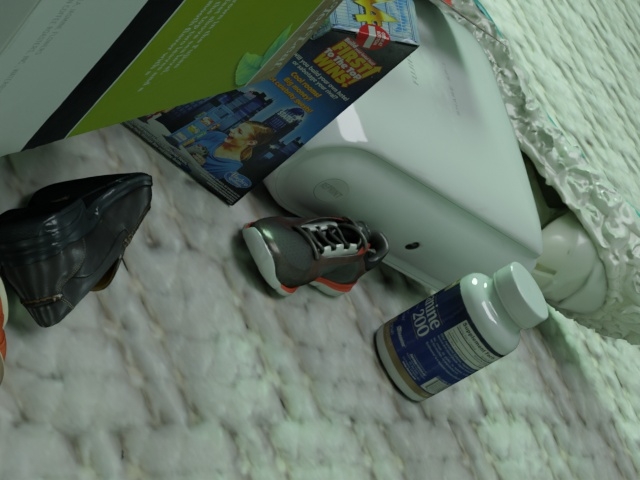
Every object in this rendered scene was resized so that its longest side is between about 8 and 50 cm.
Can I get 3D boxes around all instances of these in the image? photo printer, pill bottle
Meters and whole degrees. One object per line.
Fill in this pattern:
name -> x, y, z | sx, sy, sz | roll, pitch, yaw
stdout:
photo printer -> 0.037, -0.110, 1.550 | 0.307, 0.107, 0.256 | 29, 39, -46
pill bottle -> 0.107, 0.066, 1.474 | 0.067, 0.120, 0.067 | 47, 23, -28

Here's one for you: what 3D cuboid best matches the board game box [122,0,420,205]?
board game box -> -0.044, -0.129, 1.298 | 0.194, 0.194, 0.060 | 39, 33, -43

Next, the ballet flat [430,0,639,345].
ballet flat -> 0.176, -0.042, 1.809 | 0.409, 0.147, 0.147 | 53, 22, -6

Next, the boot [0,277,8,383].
boot -> -0.206, 0.004, 0.961 | 0.158, 0.059, 0.085 | 59, 16, -21

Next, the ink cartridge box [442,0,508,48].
ink cartridge box -> 0.050, -0.255, 1.592 | 0.224, 0.056, 0.181 | 38, 8, 37

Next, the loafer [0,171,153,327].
loafer -> -0.138, 0.000, 1.124 | 0.170, 0.062, 0.061 | -38, 118, -66

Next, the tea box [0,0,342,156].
tea box -> -0.149, -0.247, 1.037 | 0.329, 0.220, 0.323 | 52, 34, 10

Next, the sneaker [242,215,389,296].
sneaker -> 0.000, 0.000, 1.402 | 0.061, 0.065, 0.158 | 64, 21, 13
